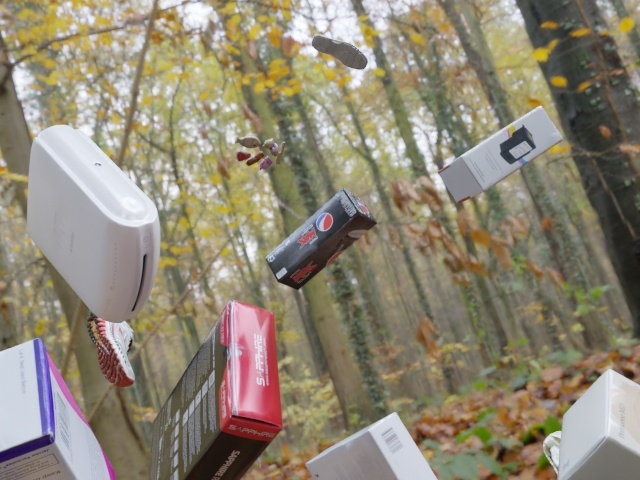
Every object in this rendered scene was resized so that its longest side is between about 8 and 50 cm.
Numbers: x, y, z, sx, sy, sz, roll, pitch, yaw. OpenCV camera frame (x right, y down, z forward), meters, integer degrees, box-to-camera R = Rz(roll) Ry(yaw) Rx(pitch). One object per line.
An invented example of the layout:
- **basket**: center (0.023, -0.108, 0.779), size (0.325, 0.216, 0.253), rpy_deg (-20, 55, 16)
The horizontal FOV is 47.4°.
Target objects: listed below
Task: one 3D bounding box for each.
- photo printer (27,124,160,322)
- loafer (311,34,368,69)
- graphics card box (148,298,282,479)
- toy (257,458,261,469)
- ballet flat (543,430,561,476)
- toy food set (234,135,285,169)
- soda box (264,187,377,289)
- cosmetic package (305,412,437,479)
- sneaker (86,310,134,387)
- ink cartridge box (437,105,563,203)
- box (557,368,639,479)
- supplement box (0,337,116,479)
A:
- **photo printer**: center (-0.401, -0.019, 1.294), size (0.107, 0.307, 0.256), rpy_deg (-23, -35, -42)
- **loafer**: center (0.044, -0.389, 1.491), size (0.045, 0.125, 0.039), rpy_deg (-66, -6, 23)
- **graphics card box**: center (-0.185, 0.305, 1.216), size (0.094, 0.232, 0.371), rpy_deg (19, -54, -24)
- **toy**: center (-0.174, 0.332, 1.474), size (0.056, 0.237, 0.137), rpy_deg (-11, 8, -9)
- **ballet flat**: center (0.551, 0.483, 1.656), size (0.091, 0.077, 0.241), rpy_deg (-52, 6, 6)
- **toy food set**: center (-0.133, -0.187, 1.584), size (0.122, 0.019, 0.078), rpy_deg (-2, -55, -31)
- **soda box**: center (0.000, 0.000, 1.105), size (0.169, 0.053, 0.060), rpy_deg (-41, -34, 16)
- **cosmetic package**: center (0.156, 0.587, 1.550), size (0.097, 0.377, 0.284), rpy_deg (-22, -15, -42)
- **sneaker**: center (-0.471, 0.241, 1.705), size (0.093, 0.225, 0.088), rpy_deg (2, -45, -38)
- **ink cartridge box**: center (0.308, -0.146, 1.262), size (0.175, 0.072, 0.127), rpy_deg (-33, -1, -12)
- **box**: center (0.484, 0.323, 0.967), size (0.121, 0.311, 0.148), rpy_deg (-64, -4, 36)
- **supplement box**: center (-0.263, 0.213, 0.660), size (0.114, 0.111, 0.220), rpy_deg (-19, -48, -10)
